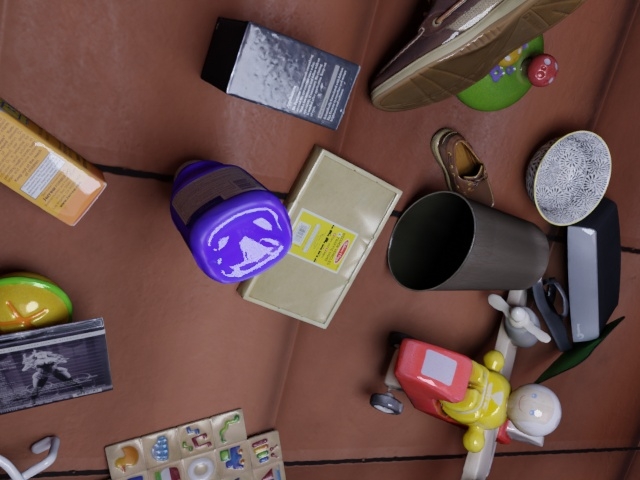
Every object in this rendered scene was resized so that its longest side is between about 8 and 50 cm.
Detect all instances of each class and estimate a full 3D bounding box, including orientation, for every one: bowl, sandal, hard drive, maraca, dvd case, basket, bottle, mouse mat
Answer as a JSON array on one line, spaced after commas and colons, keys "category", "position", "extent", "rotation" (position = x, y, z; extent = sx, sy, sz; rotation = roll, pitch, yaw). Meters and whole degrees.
[{"category": "bowl", "position": [0.427, -0.119, 1.128], "extent": [0.170, 0.080, 0.170], "rotation": [-8, 113, -21]}, {"category": "sandal", "position": [0.451, 0.119, 1.219], "extent": [0.054, 0.097, 0.254], "rotation": [-24, 131, 18]}, {"category": "hard drive", "position": [0.533, 0.056, 1.217], "extent": [0.172, 0.054, 0.254], "rotation": [-35, 122, -41]}, {"category": "maraca", "position": [-0.409, 0.112, 0.848], "extent": [0.127, 0.099, 0.185], "rotation": [18, 127, -26]}, {"category": "dvd case", "position": [-0.375, 0.176, 0.857], "extent": [0.165, 0.018, 0.221], "rotation": [-9, 149, -20]}, {"category": "basket", "position": [0.266, 0.014, 1.064], "extent": [0.227, 0.204, 0.154], "rotation": [7, 63, -33]}, {"category": "bottle", "position": [-0.131, -0.041, 0.799], "extent": [0.118, 0.283, 0.092], "rotation": [-28, 117, -12]}, {"category": "mouse mat", "position": [0.510, 0.221, 1.245], "extent": [0.190, 0.152, 0.007], "rotation": [-31, 77, -33]}]

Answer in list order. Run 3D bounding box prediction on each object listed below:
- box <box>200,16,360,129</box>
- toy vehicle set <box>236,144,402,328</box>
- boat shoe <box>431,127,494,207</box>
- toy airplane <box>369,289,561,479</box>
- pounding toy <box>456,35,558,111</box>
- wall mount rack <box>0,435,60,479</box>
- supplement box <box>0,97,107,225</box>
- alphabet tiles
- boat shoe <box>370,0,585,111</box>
[{"category": "box", "position": [-0.059, -0.224, 0.835], "extent": [0.158, 0.156, 0.093], "rotation": [14, 104, -27]}, {"category": "toy vehicle set", "position": [0.000, 0.000, 1.013], "extent": [0.166, 0.035, 0.266], "rotation": [25, 98, -29]}, {"category": "boat shoe", "position": [0.250, -0.110, 1.066], "extent": [0.064, 0.060, 0.178], "rotation": [-40, 120, -5]}, {"category": "toy airplane", "position": [0.307, 0.303, 1.119], "extent": [0.384, 0.272, 0.386], "rotation": [-19, 99, -41]}, {"category": "pounding toy", "position": [0.301, -0.315, 0.983], "extent": [0.183, 0.110, 0.236], "rotation": [-13, 114, -19]}, {"category": "wall mount rack", "position": [-0.477, 0.461, 0.912], "extent": [0.304, 0.130, 0.350], "rotation": [-28, 104, -15]}, {"category": "supplement box", "position": [-0.386, -0.119, 0.778], "extent": [0.233, 0.078, 0.080], "rotation": [37, 92, -30]}, {"category": "alphabet tiles", "position": [-0.223, 0.448, 1.066], "extent": [0.343, 0.011, 0.285], "rotation": [-11, 101, -20]}, {"category": "boat shoe", "position": [0.208, -0.312, 0.903], "extent": [0.342, 0.123, 0.123], "rotation": [-32, 157, 32]}]
